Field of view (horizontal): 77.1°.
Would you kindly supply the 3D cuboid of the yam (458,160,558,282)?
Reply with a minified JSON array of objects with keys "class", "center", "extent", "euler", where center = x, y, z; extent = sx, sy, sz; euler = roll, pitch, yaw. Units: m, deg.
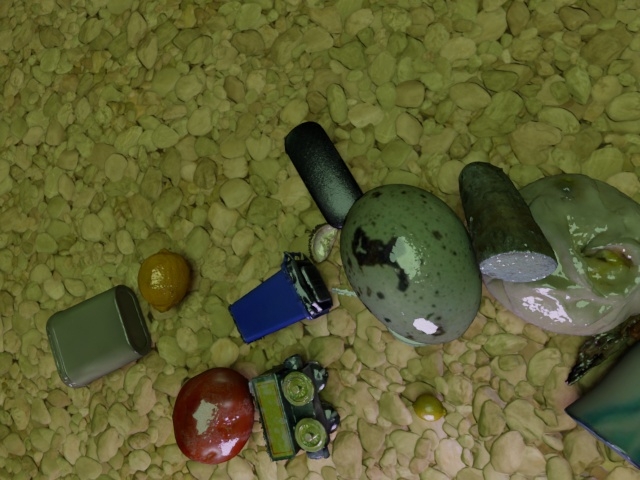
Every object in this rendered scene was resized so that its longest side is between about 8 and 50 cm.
[{"class":"yam","center":[0.358,-0.051,0.826],"extent":[0.133,0.133,0.330],"euler":[-13,44,13]}]

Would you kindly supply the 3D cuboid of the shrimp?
[{"class":"shrimp","center":[0.625,0.218,0.877],"extent":[0.262,0.117,0.066],"euler":[-50,62,10]}]

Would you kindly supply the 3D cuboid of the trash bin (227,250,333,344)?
[{"class":"trash bin","center":[-0.109,0.154,1.053],"extent":[0.235,0.162,0.183],"euler":[-31,78,16]}]

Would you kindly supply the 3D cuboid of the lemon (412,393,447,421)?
[{"class":"lemon","center":[0.265,0.407,0.977],"extent":[0.084,0.062,0.062],"euler":[6,86,15]}]

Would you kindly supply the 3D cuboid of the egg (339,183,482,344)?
[{"class":"egg","center":[0.203,0.050,0.912],"extent":[0.288,0.287,0.379],"euler":[-31,88,10]}]

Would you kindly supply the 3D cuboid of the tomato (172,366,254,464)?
[{"class":"tomato","center":[-0.282,0.441,1.035],"extent":[0.232,0.189,0.231],"euler":[-25,56,43]}]

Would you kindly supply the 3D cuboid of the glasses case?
[{"class":"glasses case","center":[0.013,-0.178,1.084],"extent":[0.122,0.082,0.320],"euler":[-32,77,10]}]

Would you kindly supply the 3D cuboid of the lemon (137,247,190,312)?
[{"class":"lemon","center":[-0.448,0.116,1.148],"extent":[0.142,0.142,0.186],"euler":[4,91,15]}]

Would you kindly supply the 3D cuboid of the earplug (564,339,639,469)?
[{"class":"earplug","center":[0.690,0.296,0.825],"extent":[0.185,0.185,0.324],"euler":[39,91,15]}]

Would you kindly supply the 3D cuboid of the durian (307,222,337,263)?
[{"class":"durian","center":[0.001,-0.001,1.087],"extent":[0.066,0.052,0.130],"euler":[23,84,18]}]

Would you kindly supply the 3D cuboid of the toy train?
[{"class":"toy train","center":[-0.061,0.427,1.027],"extent":[0.178,0.134,0.260],"euler":[-19,81,19]}]

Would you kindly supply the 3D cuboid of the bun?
[{"class":"bun","center":[0.534,0.027,0.862],"extent":[0.366,0.219,0.364],"euler":[-2,80,14]}]

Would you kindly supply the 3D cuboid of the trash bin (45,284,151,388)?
[{"class":"trash bin","center":[-0.659,0.284,1.201],"extent":[0.248,0.121,0.243],"euler":[-25,79,9]}]

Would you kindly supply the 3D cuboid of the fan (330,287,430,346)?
[{"class":"fan","center":[0.184,0.163,1.047],"extent":[0.330,0.009,0.190],"euler":[13,89,15]}]
